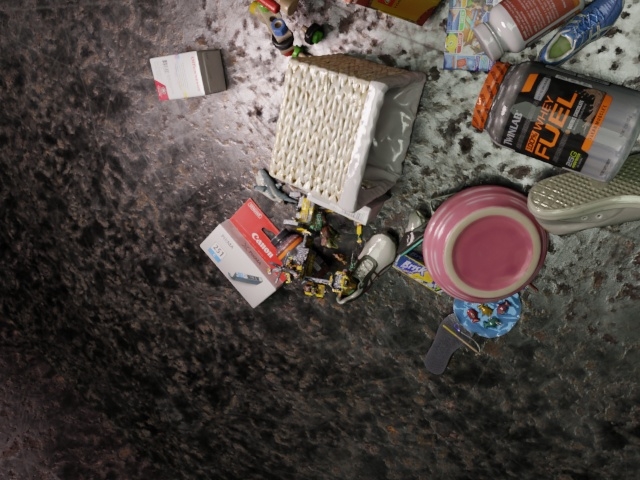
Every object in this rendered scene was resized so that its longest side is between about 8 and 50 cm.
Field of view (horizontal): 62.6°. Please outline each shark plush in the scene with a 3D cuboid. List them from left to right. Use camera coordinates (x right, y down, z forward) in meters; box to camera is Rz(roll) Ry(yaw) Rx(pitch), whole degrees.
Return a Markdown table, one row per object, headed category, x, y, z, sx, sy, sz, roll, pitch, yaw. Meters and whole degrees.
| category | x | y | z | sx | sy | sz | roll | pitch | yaw |
| --- | --- | --- | --- | --- | --- | --- | --- | --- | --- |
| shark plush | -0.142 | -0.161 | 1.677 | 0.161 | 0.073 | 0.067 | 33 | 91 | 15 |

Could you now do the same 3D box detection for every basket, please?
| category | x | y | z | sx | sy | sz | roll | pitch | yaw |
| --- | --- | --- | --- | --- | --- | --- | --- | --- | --- |
| basket | 0.072 | -0.292 | 1.366 | 0.266 | 0.328 | 0.331 | 22 | 119 | 20 |

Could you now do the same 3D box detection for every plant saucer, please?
| category | x | y | z | sx | sy | sz | roll | pitch | yaw |
| --- | --- | --- | --- | --- | --- | --- | --- | --- | --- |
| plant saucer | 0.441 | 0.022 | 1.390 | 0.332 | 0.084 | 0.332 | 0 | 107 | 0 |

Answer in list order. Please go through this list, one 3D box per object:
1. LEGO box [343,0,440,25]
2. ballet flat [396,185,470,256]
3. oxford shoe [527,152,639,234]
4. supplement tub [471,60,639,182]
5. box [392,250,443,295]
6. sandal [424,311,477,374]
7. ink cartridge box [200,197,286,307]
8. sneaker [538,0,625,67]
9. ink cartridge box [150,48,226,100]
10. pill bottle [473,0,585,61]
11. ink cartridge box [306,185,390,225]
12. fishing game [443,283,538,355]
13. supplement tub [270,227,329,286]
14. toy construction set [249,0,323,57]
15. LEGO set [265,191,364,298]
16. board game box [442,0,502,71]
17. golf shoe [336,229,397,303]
| category | x | y | z | sx | sy | sz | roll | pitch | yaw |
| --- | --- | --- | --- | --- | --- | --- | --- | --- | --- |
| LEGO box | 0.224 | -0.726 | 1.070 | 0.193 | 0.372 | 0.500 | 47 | 122 | 15 |
| ballet flat | 0.318 | -0.061 | 1.485 | 0.280 | 0.095 | 0.096 | -33 | 84 | 21 |
| oxford shoe | 0.732 | -0.106 | 1.250 | 0.449 | 0.169 | 0.130 | -10 | 141 | 21 |
| supplement tub | 0.539 | -0.283 | 1.207 | 0.338 | 0.207 | 0.207 | 25 | 119 | 21 |
| box | 0.304 | 0.088 | 1.567 | 0.169 | 0.054 | 0.059 | 31 | 120 | 10 |
| sandal | 0.397 | 0.303 | 1.617 | 0.097 | 0.054 | 0.255 | 39 | 125 | 18 |
| ink cartridge box | -0.235 | 0.048 | 1.797 | 0.296 | 0.066 | 0.261 | 49 | 123 | 0 |
| sneaker | 0.590 | -0.469 | 1.189 | 0.080 | 0.081 | 0.211 | 46 | 120 | 4 |
| ink cartridge box | -0.400 | -0.506 | 1.610 | 0.176 | 0.127 | 0.128 | 2 | 112 | 24 |
| pill bottle | 0.462 | -0.505 | 1.185 | 0.216 | 0.121 | 0.121 | -32 | 95 | 17 |
| ink cartridge box | 0.085 | -0.118 | 1.481 | 0.181 | 0.224 | 0.056 | 24 | 107 | 15 |
| fishing game | 0.475 | 0.188 | 1.500 | 0.189 | 0.041 | 0.264 | 42 | 104 | 5 |
| supplement tub | -0.071 | 0.054 | 1.699 | 0.198 | 0.106 | 0.106 | 47 | 122 | 2 |
| toy construction set | -0.119 | -0.636 | 1.340 | 0.237 | 0.309 | 0.257 | 39 | 113 | 12 |
| LEGO set | 0.000 | 0.000 | 1.527 | 0.254 | 0.192 | 0.331 | 17 | 85 | 26 |
| board game box | 0.380 | -0.522 | 1.292 | 0.136 | 0.035 | 0.201 | 11 | 115 | 21 |
| golf shoe | 0.142 | 0.092 | 1.608 | 0.105 | 0.120 | 0.273 | 36 | 120 | 10 |
